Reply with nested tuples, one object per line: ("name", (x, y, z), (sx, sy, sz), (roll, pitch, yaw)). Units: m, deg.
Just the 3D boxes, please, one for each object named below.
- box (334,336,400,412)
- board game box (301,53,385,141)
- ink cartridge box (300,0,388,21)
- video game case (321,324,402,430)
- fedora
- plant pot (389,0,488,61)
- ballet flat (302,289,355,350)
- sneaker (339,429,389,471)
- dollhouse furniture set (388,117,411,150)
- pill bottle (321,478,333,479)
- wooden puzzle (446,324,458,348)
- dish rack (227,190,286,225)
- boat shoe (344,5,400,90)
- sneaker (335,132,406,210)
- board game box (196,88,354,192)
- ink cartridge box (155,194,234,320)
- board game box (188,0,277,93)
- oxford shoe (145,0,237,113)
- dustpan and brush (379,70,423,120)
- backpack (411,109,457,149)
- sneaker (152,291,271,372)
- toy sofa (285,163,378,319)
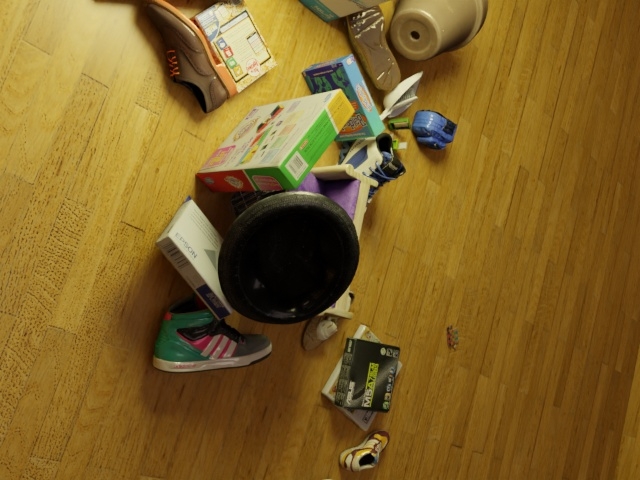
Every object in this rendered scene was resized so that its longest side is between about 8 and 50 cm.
("box", (0.132, 0.374, 1.848), (0.184, 0.045, 0.190), (19, 79, -41))
("board game box", (0.059, -0.361, 1.719), (0.047, 0.160, 0.210), (-43, 117, -30))
("ink cartridge box", (0.065, -0.699, 1.639), (0.197, 0.270, 0.198), (29, 73, -37))
("video game case", (0.121, 0.388, 1.887), (0.206, 0.026, 0.227), (48, 63, -31))
("fedora", (-0.078, 0.016, 1.426), (0.334, 0.152, 0.334), (-9, 125, -14))
("plant pot", (0.297, -0.606, 1.826), (0.229, 0.263, 0.263), (-53, 123, -38))
("ballet flat", (0.026, 0.205, 1.770), (0.073, 0.067, 0.206), (47, 63, -33))
("sneaker", (0.144, 0.597, 1.874), (0.185, 0.084, 0.069), (-23, 106, -37))
("dollhouse furniture set", (0.218, -0.274, 1.897), (0.076, 0.059, 0.151), (59, 37, -53))
("pill bottle", (0.072, 0.734, 1.793), (0.221, 0.121, 0.121), (40, 67, -34))
("wooden puzzle", (0.426, 0.310, 2.155), (0.049, 0.006, 0.083), (-15, 101, -39))
("dish rack", (-0.122, -0.025, 1.637), (0.208, 0.074, 0.271), (-32, 110, -37))
("boat shoe", (0.130, -0.546, 1.833), (0.104, 0.089, 0.285), (-22, 105, -11))
("sneaker", (0.115, -0.163, 1.759), (0.127, 0.182, 0.315), (29, 73, -36))
("board game box", (-0.106, -0.215, 1.480), (0.064, 0.316, 0.242), (51, 61, -30))
("ink cartridge box", (-0.243, 0.025, 1.461), (0.223, 0.045, 0.224), (54, 23, -22))
("board game box", (-0.204, -0.462, 1.566), (0.147, 0.045, 0.193), (-44, 118, -31))
("oxford shoe", (-0.297, -0.401, 1.460), (0.098, 0.097, 0.271), (-47, 117, -17))
("dustpan and brush", (0.206, -0.380, 1.889), (0.211, 0.147, 0.060), (-27, 74, -10))
("backpack", (0.334, -0.332, 1.995), (0.120, 0.098, 0.101), (25, 79, -39))
("sneaker", (-0.235, 0.191, 1.520), (0.295, 0.124, 0.178), (-1, 101, -39))
("toy sofa", (0.000, 0.000, 1.594), (0.177, 0.150, 0.362), (20, 78, -40))
